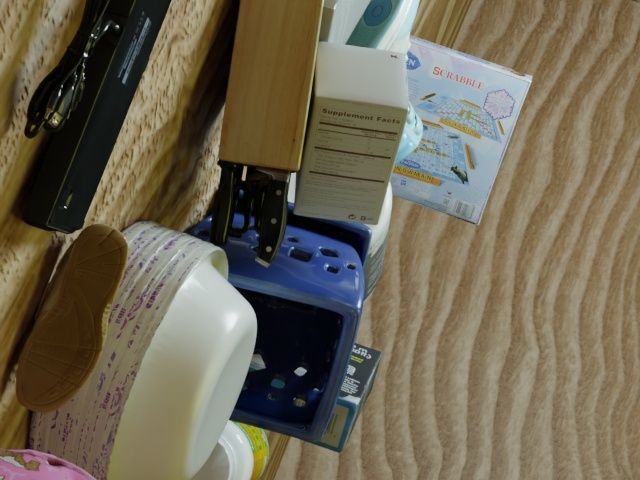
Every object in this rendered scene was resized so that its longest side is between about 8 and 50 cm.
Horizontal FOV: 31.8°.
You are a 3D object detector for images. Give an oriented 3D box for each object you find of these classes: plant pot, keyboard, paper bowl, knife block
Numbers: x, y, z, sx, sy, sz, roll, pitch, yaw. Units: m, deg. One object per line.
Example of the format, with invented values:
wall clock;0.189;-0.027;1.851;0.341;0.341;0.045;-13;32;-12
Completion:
plant pot;-0.066;0.077;1.407;0.212;0.236;0.236;-71;176;-52
keyboard;-0.159;-0.158;0.853;0.201;0.033;0.317;93;17;-86
paper bowl;-0.164;0.134;1.143;0.284;0.148;0.284;22;90;-82
knife block;-0.059;-0.121;1.187;0.275;0.088;0.242;103;-7;-47

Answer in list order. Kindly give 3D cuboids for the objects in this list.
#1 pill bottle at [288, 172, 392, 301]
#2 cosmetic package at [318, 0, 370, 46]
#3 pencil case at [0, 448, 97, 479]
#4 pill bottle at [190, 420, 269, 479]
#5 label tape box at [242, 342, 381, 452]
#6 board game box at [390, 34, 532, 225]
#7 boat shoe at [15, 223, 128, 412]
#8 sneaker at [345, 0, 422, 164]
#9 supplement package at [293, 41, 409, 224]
pill bottle;0.000;0.000;1.719;0.361;0.204;0.204;89;22;-68
cosmetic package;0.003;-0.307;1.342;0.127;0.107;0.238;102;9;-47
pencil case;-0.280;0.346;0.861;0.160;0.167;0.386;11;101;-49
pill bottle;-0.162;0.330;1.697;0.246;0.136;0.136;42;69;-82
label tape box;-0.027;0.220;1.977;0.333;0.240;0.106;-52;159;-69
board game box;0.225;-0.231;2.275;0.066;0.319;0.318;-55;164;-68
boat shoe;-0.210;0.064;0.959;0.170;0.063;0.059;-64;-163;2
sneaker;0.102;-0.255;1.759;0.208;0.127;0.319;24;95;-44
supplement package;0.032;-0.120;1.281;0.105;0.105;0.179;-88;-172;-45
